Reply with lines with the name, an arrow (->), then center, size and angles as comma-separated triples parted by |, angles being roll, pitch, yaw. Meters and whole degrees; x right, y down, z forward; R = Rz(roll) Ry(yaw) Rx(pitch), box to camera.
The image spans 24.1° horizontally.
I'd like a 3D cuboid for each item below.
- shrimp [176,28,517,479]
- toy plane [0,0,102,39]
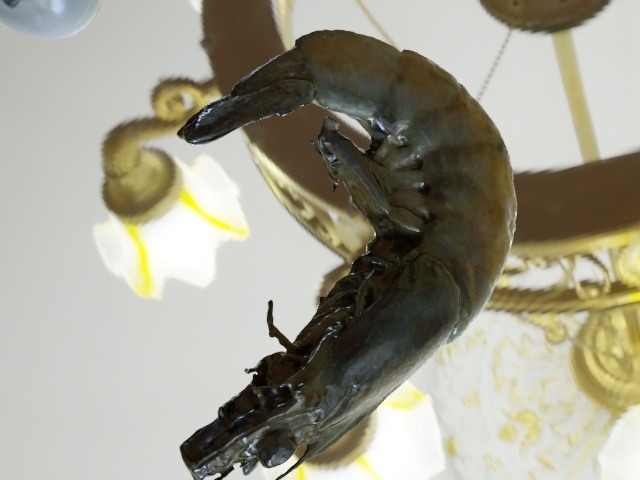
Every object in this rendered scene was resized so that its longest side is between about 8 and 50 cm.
shrimp -> 0.000, 0.000, 0.624 | 0.217, 0.150, 0.051 | -46, -158, -31
toy plane -> -0.142, -0.173, 0.695 | 0.174, 0.080, 0.174 | 0, -91, 30
